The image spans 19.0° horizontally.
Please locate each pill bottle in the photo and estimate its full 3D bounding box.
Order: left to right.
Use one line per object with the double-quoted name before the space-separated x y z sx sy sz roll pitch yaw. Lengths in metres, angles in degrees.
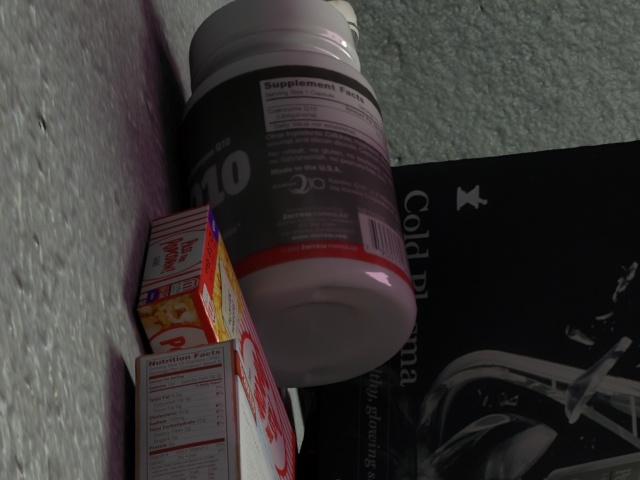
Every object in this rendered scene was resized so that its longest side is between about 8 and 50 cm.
"pill bottle" -0.025 -0.043 1.481 0.161 0.161 0.283 71 9 -55

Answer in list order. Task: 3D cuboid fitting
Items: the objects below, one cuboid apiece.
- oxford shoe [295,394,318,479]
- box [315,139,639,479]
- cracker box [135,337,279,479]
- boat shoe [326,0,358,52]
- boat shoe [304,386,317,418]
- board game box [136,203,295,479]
"oxford shoe" 0.020 0.212 1.745 0.271 0.097 0.098 -95 167 -52
"box" 0.263 0.179 1.577 0.297 0.472 0.479 23 65 -60
"cracker box" -0.058 0.192 1.086 0.232 0.067 0.155 -95 173 -50
"boat shoe" 0.009 -0.182 2.340 0.340 0.127 0.158 44 26 -82
"boat shoe" 0.020 0.093 1.960 0.105 0.113 0.306 7 82 -57
"board game box" -0.067 0.092 1.277 0.147 0.045 0.193 -92 164 -66
